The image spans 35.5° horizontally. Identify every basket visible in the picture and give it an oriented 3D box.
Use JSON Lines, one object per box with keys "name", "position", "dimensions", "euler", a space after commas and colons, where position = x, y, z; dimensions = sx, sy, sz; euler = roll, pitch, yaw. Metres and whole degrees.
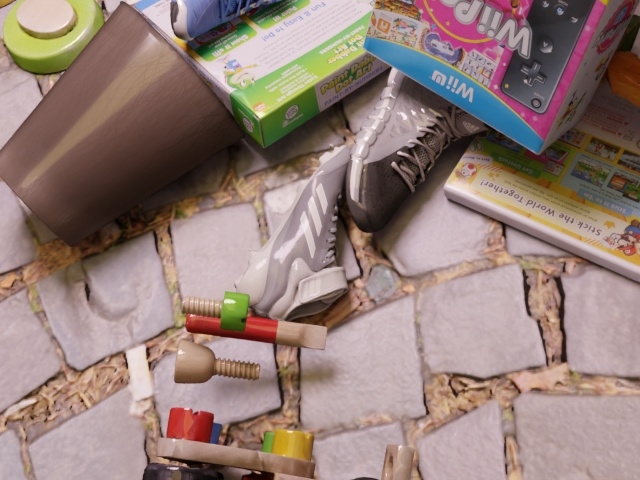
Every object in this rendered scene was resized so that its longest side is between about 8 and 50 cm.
{"name": "basket", "position": [-0.236, -0.116, 1.108], "dimensions": [0.227, 0.154, 0.204], "euler": [-42, 88, -7]}

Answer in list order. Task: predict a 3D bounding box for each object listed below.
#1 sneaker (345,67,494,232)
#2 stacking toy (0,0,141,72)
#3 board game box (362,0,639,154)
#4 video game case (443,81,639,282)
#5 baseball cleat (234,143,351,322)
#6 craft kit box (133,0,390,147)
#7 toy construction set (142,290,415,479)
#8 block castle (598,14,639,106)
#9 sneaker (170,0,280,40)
{"name": "sneaker", "position": [0.116, -0.109, 1.050], "dimensions": [0.132, 0.086, 0.229], "euler": [5, 61, 31]}
{"name": "stacking toy", "position": [-0.339, -0.382, 1.286], "dimensions": [0.309, 0.130, 0.279], "euler": [-32, 60, -5]}
{"name": "board game box", "position": [0.184, -0.265, 0.923], "dimensions": [0.224, 0.303, 0.097], "euler": [34, 47, 19]}
{"name": "video game case", "position": [0.278, -0.086, 1.053], "dimensions": [0.227, 0.026, 0.206], "euler": [26, 70, 22]}
{"name": "baseball cleat", "position": [0.000, 0.000, 1.051], "dimensions": [0.109, 0.072, 0.206], "euler": [32, 77, 11]}
{"name": "craft kit box", "position": [-0.046, -0.254, 1.173], "dimensions": [0.250, 0.061, 0.246], "euler": [-35, 57, -20]}
{"name": "toy construction set", "position": [-0.023, 0.193, 0.881], "dimensions": [0.237, 0.257, 0.309], "euler": [7, 52, -3]}
{"name": "block castle", "position": [0.303, -0.321, 1.009], "dimensions": [0.453, 0.303, 0.213], "euler": [29, 44, 25]}
{"name": "sneaker", "position": [-0.088, -0.294, 1.123], "dimensions": [0.081, 0.080, 0.211], "euler": [28, 61, 23]}
